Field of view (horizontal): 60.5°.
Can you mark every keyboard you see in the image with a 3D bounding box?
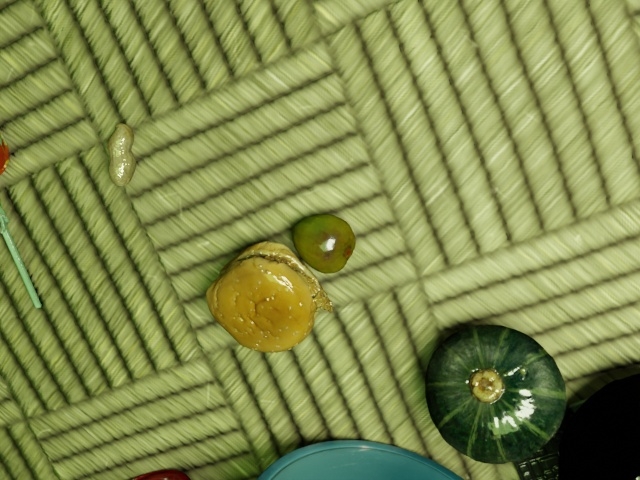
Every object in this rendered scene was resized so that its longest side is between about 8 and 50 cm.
[{"bbox_3d":[0.328,0.338,0.759,0.101,0.018,0.310,-22,99,12],"label":"keyboard"}]

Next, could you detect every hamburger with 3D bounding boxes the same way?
[{"bbox_3d":[-0.068,0.078,0.713,0.147,0.083,0.138,-31,111,31],"label":"hamburger"}]

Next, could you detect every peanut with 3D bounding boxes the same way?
[{"bbox_3d":[-0.266,-0.114,0.733,0.037,0.037,0.083,6,106,7],"label":"peanut"}]

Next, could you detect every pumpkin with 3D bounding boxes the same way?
[{"bbox_3d":[0.213,0.189,0.680,0.167,0.167,0.125,-18,141,12],"label":"pumpkin"}]

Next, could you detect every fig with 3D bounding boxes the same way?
[{"bbox_3d":[0.000,0.000,0.704,0.088,0.074,0.074,26,107,26],"label":"fig"}]

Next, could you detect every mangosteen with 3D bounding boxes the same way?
[{"bbox_3d":[0.391,0.288,0.618,0.233,0.287,0.287,35,106,-2],"label":"mangosteen"}]

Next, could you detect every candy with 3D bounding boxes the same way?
[{"bbox_3d":[-0.455,-0.032,0.774,0.084,0.078,0.288,-9,110,7],"label":"candy"}]

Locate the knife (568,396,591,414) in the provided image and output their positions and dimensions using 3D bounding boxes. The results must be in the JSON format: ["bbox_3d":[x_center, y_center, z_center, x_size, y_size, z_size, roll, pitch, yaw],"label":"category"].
[{"bbox_3d":[0.466,0.176,0.698,0.293,0.020,0.043,-24,106,15],"label":"knife"}]

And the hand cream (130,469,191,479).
[{"bbox_3d":[-0.258,0.447,0.770,0.230,0.230,0.149,-22,98,13],"label":"hand cream"}]

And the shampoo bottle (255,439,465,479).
[{"bbox_3d":[0.045,0.492,0.678,0.331,0.331,0.343,11,106,6],"label":"shampoo bottle"}]
